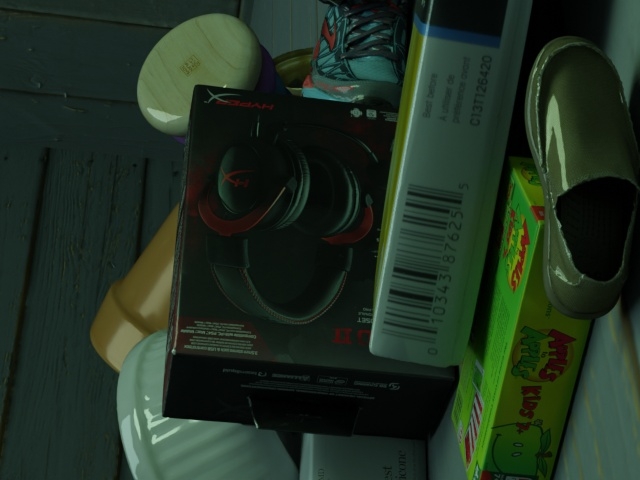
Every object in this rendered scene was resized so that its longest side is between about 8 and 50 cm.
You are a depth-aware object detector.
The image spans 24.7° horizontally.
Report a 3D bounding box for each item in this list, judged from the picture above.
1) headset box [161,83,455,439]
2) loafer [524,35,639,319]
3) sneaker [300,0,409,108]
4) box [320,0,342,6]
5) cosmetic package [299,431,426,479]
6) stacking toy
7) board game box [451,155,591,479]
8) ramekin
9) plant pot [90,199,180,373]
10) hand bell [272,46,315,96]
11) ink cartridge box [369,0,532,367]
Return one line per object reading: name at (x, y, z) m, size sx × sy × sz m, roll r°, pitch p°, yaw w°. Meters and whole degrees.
headset box at (-0.010, 0.028, 1.183) m, size 0.110 × 0.218 × 0.293 m, roll 106°, pitch 168°, yaw -55°
loafer at (0.138, -0.035, 0.743) m, size 0.050 × 0.056 × 0.148 m, roll 136°, pitch 129°, yaw -78°
sneaker at (0.037, -0.201, 1.457) m, size 0.262 × 0.104 × 0.125 m, roll -102°, pitch 22°, yaw -65°
box at (0.049, -0.303, 1.443) m, size 0.162 × 0.029 × 0.116 m, roll -52°, pitch 12°, yaw 5°
cosmetic package at (0.034, 0.138, 1.223) m, size 0.060 × 0.099 × 0.239 m, roll 105°, pitch 167°, yaw -54°
stacking toy at (-0.054, -0.100, 1.585) m, size 0.330 × 0.141 × 0.141 m, roll 44°, pitch -141°, yaw -49°
board game box at (0.119, 0.053, 0.846) m, size 0.092 × 0.043 × 0.181 m, roll -99°, pitch 17°, yaw -63°
ramekin at (-0.052, 0.183, 1.325) m, size 0.273 × 0.127 × 0.273 m, roll 50°, pitch -158°, yaw -29°
plant pot at (-0.097, 0.068, 1.710) m, size 0.291 × 0.291 × 0.203 m, roll -108°, pitch 40°, yaw -72°
hand bell at (0.003, -0.096, 1.748) m, size 0.126 × 0.126 × 0.242 m, roll -98°, pitch 3°, yaw -61°
ink cartridge box at (0.086, -0.102, 0.970) m, size 0.307 × 0.072 × 0.303 m, roll -86°, pitch 4°, yaw -79°
